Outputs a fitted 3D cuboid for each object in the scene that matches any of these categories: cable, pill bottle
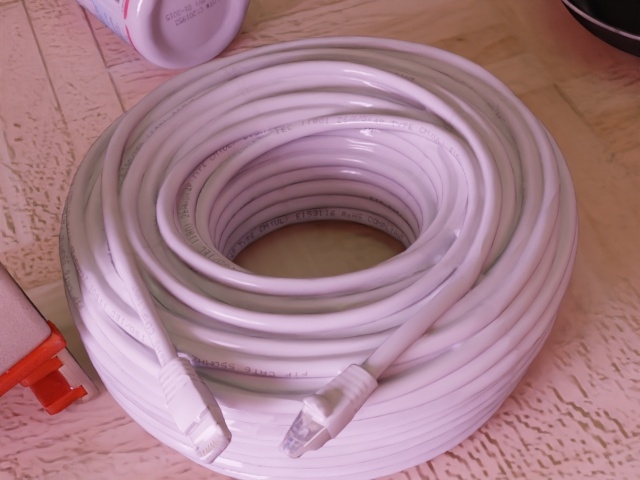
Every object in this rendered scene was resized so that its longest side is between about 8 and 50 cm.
[{"bbox_3d":[0.000,0.000,0.657,0.257,0.089,0.257,-27,47,-20],"label":"cable"},{"bbox_3d":[-0.124,-0.183,0.857,0.087,0.087,0.160,-31,50,-22],"label":"pill bottle"}]

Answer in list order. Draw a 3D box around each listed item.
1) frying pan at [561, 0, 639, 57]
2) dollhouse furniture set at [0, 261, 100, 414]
[{"bbox_3d":[0.297,-0.158,0.804,0.326,0.053,0.197,12,48,16],"label":"frying pan"},{"bbox_3d":[-0.244,0.094,0.594,0.259,0.135,0.262,-36,50,-12],"label":"dollhouse furniture set"}]
